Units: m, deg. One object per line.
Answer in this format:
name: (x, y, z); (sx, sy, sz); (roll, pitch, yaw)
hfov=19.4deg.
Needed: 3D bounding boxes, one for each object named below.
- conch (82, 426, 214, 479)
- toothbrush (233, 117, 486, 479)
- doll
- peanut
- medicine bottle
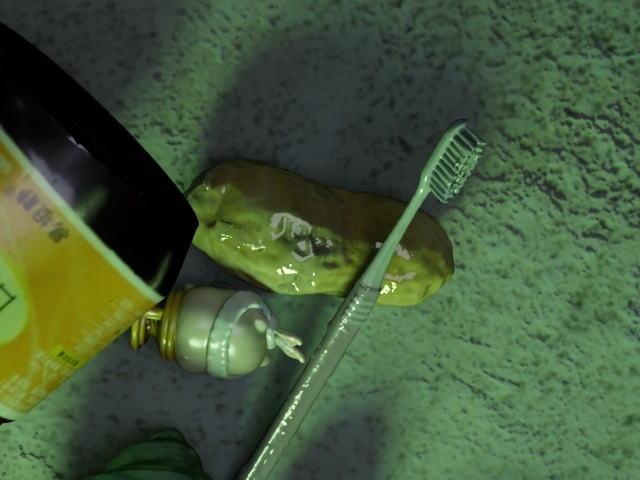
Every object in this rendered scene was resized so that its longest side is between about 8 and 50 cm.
conch: (-0.132, 0.234, 1.351); (0.176, 0.122, 0.188); (32, 89, -38)
toothbrush: (0.022, 0.063, 1.350); (0.024, 0.029, 0.354); (11, 120, -40)
doll: (-0.071, 0.061, 1.371); (0.127, 0.084, 0.073); (9, 128, 3)
peanut: (0.000, 0.000, 1.382); (0.214, 0.099, 0.099); (13, 93, -24)
medicine bottle: (-0.289, 0.052, 1.234); (0.395, 0.242, 0.242); (-45, 106, 1)
